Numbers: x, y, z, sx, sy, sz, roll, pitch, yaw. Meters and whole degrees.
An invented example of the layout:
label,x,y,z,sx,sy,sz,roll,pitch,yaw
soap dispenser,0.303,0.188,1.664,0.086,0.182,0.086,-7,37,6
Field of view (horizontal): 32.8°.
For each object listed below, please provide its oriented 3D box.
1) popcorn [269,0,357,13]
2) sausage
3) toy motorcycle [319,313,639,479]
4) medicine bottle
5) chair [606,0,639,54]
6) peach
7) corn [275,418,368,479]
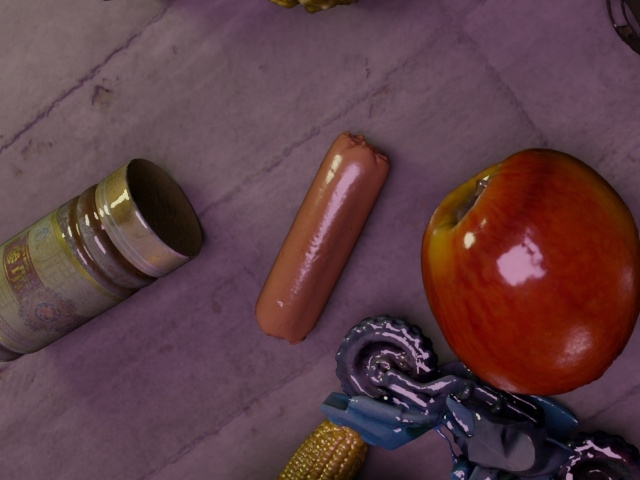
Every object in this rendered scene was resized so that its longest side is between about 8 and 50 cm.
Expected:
label,x,y,z,sx,sy,sz,roll,pitch,yaw
popcorn,0.031,-0.374,1.254,0.237,0.252,0.205,-34,78,52
sausage,0.000,0.001,1.384,0.086,0.086,0.289,29,105,10
toy motorcycle,0.184,0.268,1.331,0.416,0.172,0.232,28,109,7
medicine bottle,-0.329,0.033,1.452,0.323,0.151,0.151,-30,90,19
chair,0.413,-0.233,1.194,0.174,0.149,0.213,-41,54,44
peach,0.251,0.038,1.239,0.281,0.238,0.280,3,83,-24
corn,-0.026,0.351,1.452,0.101,0.101,0.291,36,103,8
